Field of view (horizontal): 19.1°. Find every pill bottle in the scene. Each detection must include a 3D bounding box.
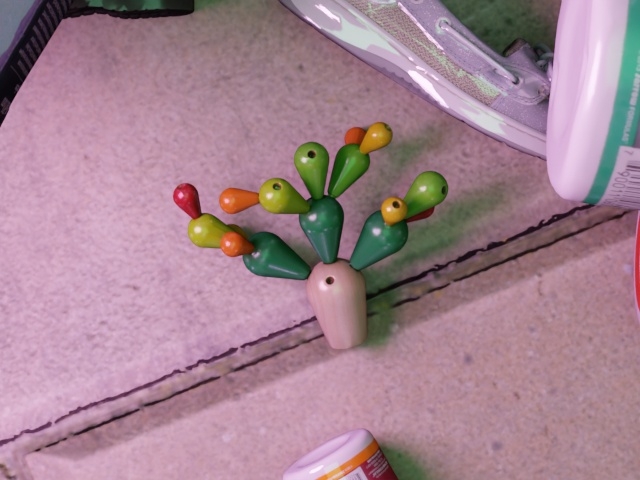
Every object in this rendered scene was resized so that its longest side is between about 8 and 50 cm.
[{"bbox_3d":[0.040,0.240,1.579,0.086,0.086,0.152,-29,94,2],"label":"pill bottle"},{"bbox_3d":[0.353,-0.107,1.343,0.361,0.204,0.204,7,94,-2],"label":"pill bottle"}]

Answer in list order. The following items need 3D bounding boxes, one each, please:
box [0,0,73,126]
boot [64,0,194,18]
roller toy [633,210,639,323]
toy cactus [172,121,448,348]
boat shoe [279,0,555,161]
[{"bbox_3d":[-0.300,-0.293,1.314,0.343,0.179,0.312,30,88,-4],"label":"box"},{"bbox_3d":[-0.204,-0.252,1.557,0.198,0.077,0.137,-1,89,-13],"label":"boot"},{"bbox_3d":[0.338,-0.003,1.508,0.146,0.209,0.191,7,88,-2],"label":"roller toy"},{"bbox_3d":[0.000,0.000,1.569,0.219,0.112,0.180,-13,113,-2],"label":"toy cactus"},{"bbox_3d":[0.116,-0.156,1.540,0.320,0.118,0.103,32,98,4],"label":"boat shoe"}]
